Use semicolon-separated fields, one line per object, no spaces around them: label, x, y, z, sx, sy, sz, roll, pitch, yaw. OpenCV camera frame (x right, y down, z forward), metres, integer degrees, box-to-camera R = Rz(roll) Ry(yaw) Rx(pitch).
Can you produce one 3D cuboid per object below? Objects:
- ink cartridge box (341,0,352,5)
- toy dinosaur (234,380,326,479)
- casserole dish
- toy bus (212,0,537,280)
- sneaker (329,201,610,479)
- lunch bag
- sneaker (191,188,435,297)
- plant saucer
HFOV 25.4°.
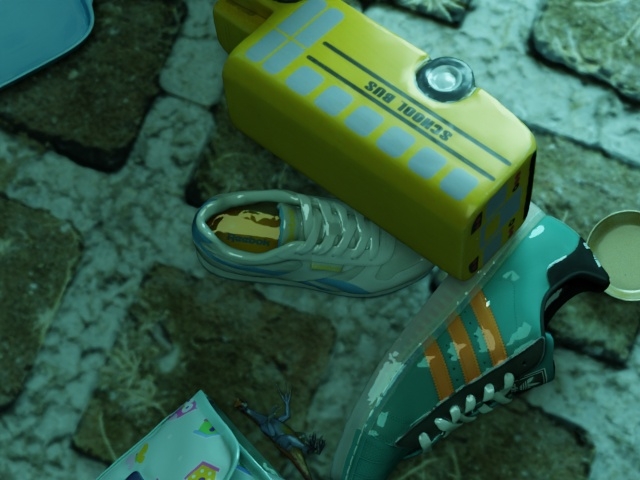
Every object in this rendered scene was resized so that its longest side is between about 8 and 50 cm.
ink cartridge box;-0.054;-0.328;1.275;0.235;0.193;0.088;35;79;9
toy dinosaur;-0.041;0.169;1.243;0.082;0.047;0.090;9;88;23
casserole dish;-0.298;-0.199;1.338;0.188;0.037;0.114;-28;77;-5
toy bus;0.032;-0.113;1.221;0.333;0.108;0.130;35;66;24
sneaker;0.132;0.106;1.213;0.121;0.108;0.302;36;80;14
lunch bag;-0.100;0.278;1.163;0.223;0.160;0.262;-43;68;-4
sneaker;0.000;0.000;1.251;0.229;0.092;0.087;-1;76;1
plant saucer;0.279;0.015;1.275;0.084;0.015;0.083;-1;77;3
